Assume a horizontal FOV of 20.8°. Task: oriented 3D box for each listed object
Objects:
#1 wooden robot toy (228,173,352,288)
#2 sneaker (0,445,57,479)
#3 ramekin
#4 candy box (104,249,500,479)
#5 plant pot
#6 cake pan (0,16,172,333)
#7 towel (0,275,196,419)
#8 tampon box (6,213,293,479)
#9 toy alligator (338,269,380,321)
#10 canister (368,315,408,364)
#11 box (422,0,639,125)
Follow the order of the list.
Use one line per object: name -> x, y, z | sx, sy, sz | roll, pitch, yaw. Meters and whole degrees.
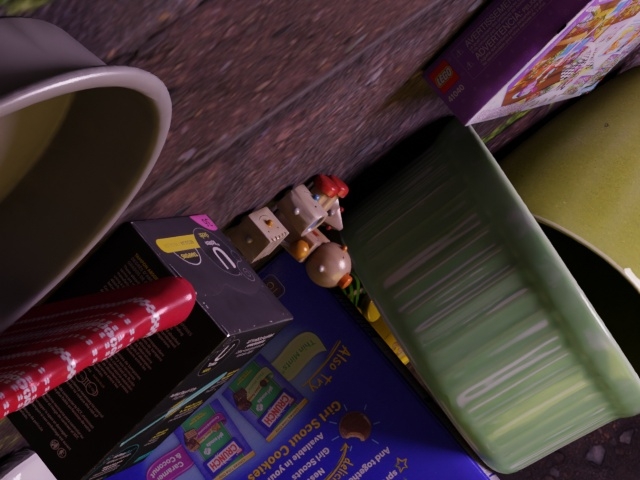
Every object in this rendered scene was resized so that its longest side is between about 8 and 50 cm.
wooden robot toy -> 0.000, 0.000, 1.358 | 0.076, 0.079, 0.173 | -43, 169, 16
sneaker -> -0.202, 0.340, 1.566 | 0.169, 0.257, 0.447 | -39, 169, -6
ramekin -> 0.145, 0.055, 1.520 | 0.148, 0.303, 0.303 | -34, 170, 5
candy box -> -0.014, 0.212, 1.524 | 0.268, 0.317, 0.122 | -41, 169, 7
plant pot -> 0.310, -0.043, 1.862 | 0.293, 0.275, 0.275 | -53, 176, -27
cake pan -> -0.197, 0.006, 0.783 | 0.293, 0.054, 0.293 | -39, 169, -9
towel -> -0.214, 0.096, 0.937 | 0.275, 0.031, 0.199 | -32, -168, -39
tampon box -> -0.123, 0.072, 1.171 | 0.161, 0.101, 0.120 | -44, 169, 16
toy alligator -> 0.037, 0.051, 1.776 | 0.189, 0.056, 0.051 | -27, 123, -50
canister -> 0.112, 0.081, 2.078 | 0.126, 0.073, 0.170 | -26, 161, -52
box -> 0.219, -0.191, 1.386 | 0.201, 0.057, 0.293 | -45, 168, 26
